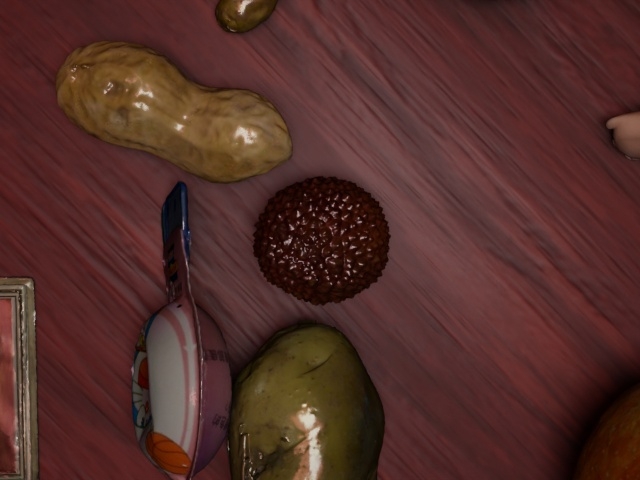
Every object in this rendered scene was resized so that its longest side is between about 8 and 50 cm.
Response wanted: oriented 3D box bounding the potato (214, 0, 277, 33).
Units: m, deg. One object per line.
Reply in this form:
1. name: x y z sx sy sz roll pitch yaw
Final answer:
1. potato: -0.062 -0.231 1.001 0.046 0.045 0.092 34 90 -40

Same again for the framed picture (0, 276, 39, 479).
1. framed picture: -0.411 0.142 1.034 0.273 0.016 0.216 -1 93 -1

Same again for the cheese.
1. cheese: -0.127 0.092 0.964 0.074 0.189 0.286 1 78 -20

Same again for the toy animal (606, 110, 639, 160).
1. toy animal: 0.334 -0.116 1.005 0.114 0.091 0.082 -3 75 29

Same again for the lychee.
1. lychee: -0.003 0.002 0.981 0.129 0.123 0.123 -28 94 -35

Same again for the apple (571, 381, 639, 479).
1. apple: 0.349 0.274 0.930 0.309 0.277 0.250 40 109 12

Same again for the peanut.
1. peanut: -0.133 -0.116 0.978 0.229 0.103 0.098 20 106 0

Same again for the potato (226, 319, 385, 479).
1. potato: -0.016 0.200 0.973 0.143 0.169 0.248 3 97 30
